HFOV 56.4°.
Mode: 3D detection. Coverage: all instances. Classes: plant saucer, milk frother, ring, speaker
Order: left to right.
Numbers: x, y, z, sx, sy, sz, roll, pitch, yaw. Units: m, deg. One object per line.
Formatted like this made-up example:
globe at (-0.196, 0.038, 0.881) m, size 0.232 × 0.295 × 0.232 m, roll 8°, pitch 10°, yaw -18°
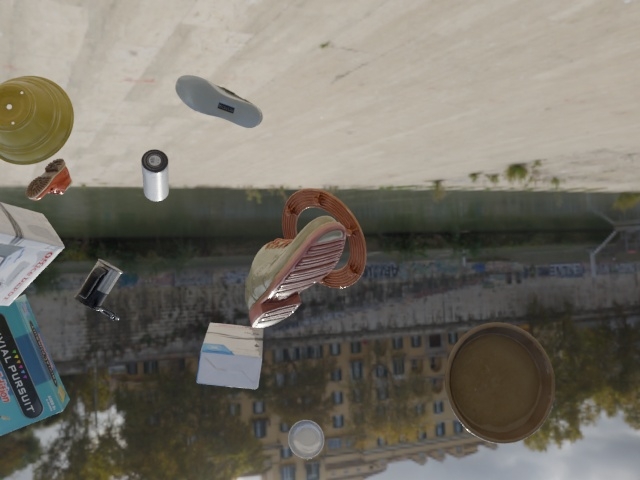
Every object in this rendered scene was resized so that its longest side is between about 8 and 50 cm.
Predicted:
milk frother at (-0.633, 0.149, 1.770) m, size 0.143 × 0.135 × 0.129 m, roll 32°, pitch 174°, yaw -16°
speaker at (-0.349, -0.135, 1.262) m, size 0.055 × 0.055 × 0.136 m, roll -2°, pitch 158°, yaw -14°
ring at (0.000, 0.000, 1.851) m, size 0.336 × 0.337 × 0.032 m, roll -5°, pitch -160°, yaw 44°
plant saucer at (0.421, 0.335, 1.414) m, size 0.277 × 0.278 × 0.041 m, roll -2°, pitch 170°, yaw -11°

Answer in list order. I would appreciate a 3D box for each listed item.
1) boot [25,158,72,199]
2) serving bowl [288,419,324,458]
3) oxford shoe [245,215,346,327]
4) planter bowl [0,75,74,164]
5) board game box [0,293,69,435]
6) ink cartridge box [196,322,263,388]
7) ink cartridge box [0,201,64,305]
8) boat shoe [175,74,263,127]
boot at (-0.740, -0.148, 1.641) m, size 0.059 × 0.085 × 0.158 m, roll 5°, pitch -138°, yaw 18°
serving bowl at (-0.029, 0.447, 1.347) m, size 0.083 × 0.083 × 0.027 m, roll -3°, pitch 169°, yaw 14°
oxford shoe at (-0.082, 0.049, 1.301) m, size 0.140 × 0.147 × 0.397 m, roll -7°, pitch 151°, yaw -38°
planter bowl at (-0.679, -0.286, 1.338) m, size 0.217 × 0.217 × 0.090 m, roll -2°, pitch 171°, yaw 0°
board game box at (-0.737, 0.292, 1.226) m, size 0.336 × 0.254 × 0.079 m, roll -21°, pitch -172°, yaw -11°
ink cartridge box at (-0.157, 0.196, 1.069) m, size 0.104 × 0.060 × 0.180 m, roll 7°, pitch -169°, yaw -6°
ink cartridge box at (-0.491, 0.015, 0.850) m, size 0.139 × 0.082 × 0.190 m, roll -45°, pitch 160°, yaw 6°
boat shoe at (-0.243, -0.331, 1.439) m, size 0.219 × 0.078 × 0.070 m, roll 26°, pitch -166°, yaw -5°
